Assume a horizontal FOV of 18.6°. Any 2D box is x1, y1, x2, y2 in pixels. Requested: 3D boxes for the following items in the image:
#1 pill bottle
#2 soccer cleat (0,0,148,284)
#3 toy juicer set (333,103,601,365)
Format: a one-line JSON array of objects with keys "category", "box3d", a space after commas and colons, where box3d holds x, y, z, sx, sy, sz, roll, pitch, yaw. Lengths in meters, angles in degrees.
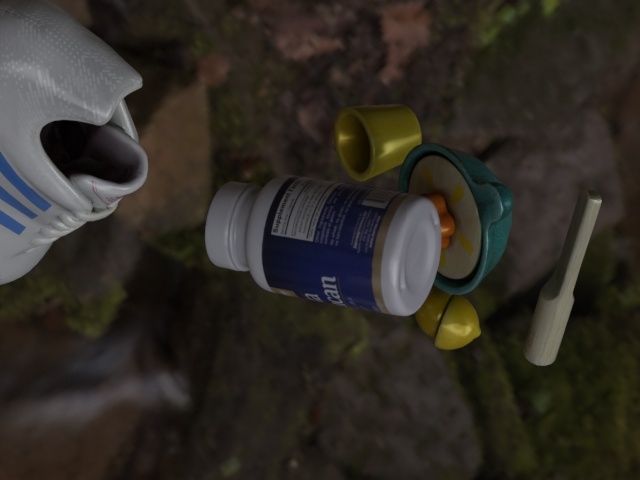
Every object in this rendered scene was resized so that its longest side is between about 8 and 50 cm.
[{"category": "pill bottle", "box3d": [0.000, 0.000, 1.516, 0.094, 0.169, 0.094, -35, 130, -57]}, {"category": "soccer cleat", "box3d": [-0.193, -0.041, 1.365, 0.116, 0.143, 0.331, -57, 171, -28]}, {"category": "toy juicer set", "box3d": [0.114, 0.014, 1.703, 0.089, 0.329, 0.209, -15, 116, -29]}]
